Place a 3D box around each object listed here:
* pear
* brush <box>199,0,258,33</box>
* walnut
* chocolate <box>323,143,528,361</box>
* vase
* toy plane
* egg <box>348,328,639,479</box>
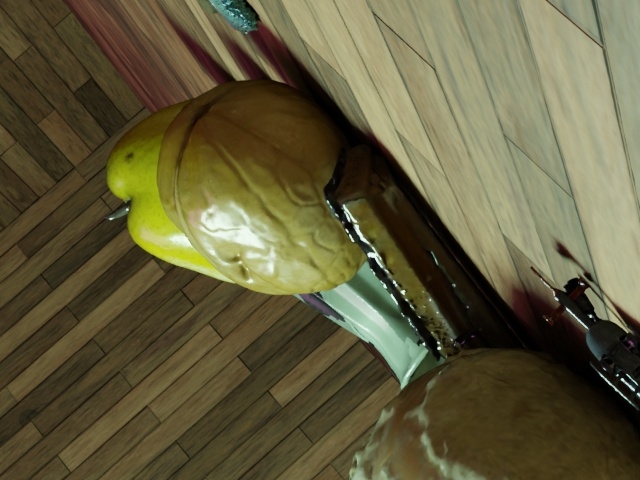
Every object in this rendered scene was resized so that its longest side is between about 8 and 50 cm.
[{"bbox_3d":[-0.177,-0.077,2.009,0.267,0.178,0.267,-177,90,-75],"label":"pear"},{"bbox_3d":[-0.095,-0.224,1.512,0.070,0.021,0.196,49,178,-14],"label":"brush"},{"bbox_3d":[-0.046,-0.048,1.511,0.226,0.193,0.193,44,178,-26],"label":"walnut"},{"bbox_3d":[0.114,0.048,1.470,0.329,0.065,0.102,52,-149,-27],"label":"chocolate"},{"bbox_3d":[0.000,0.000,1.694,0.360,0.165,0.165,42,174,18],"label":"vase"},{"bbox_3d":[0.191,0.068,1.063,0.145,0.037,0.060,44,-174,5],"label":"toy plane"},{"bbox_3d":[0.153,0.219,1.345,0.279,0.279,0.310,49,-172,-7],"label":"egg"}]
